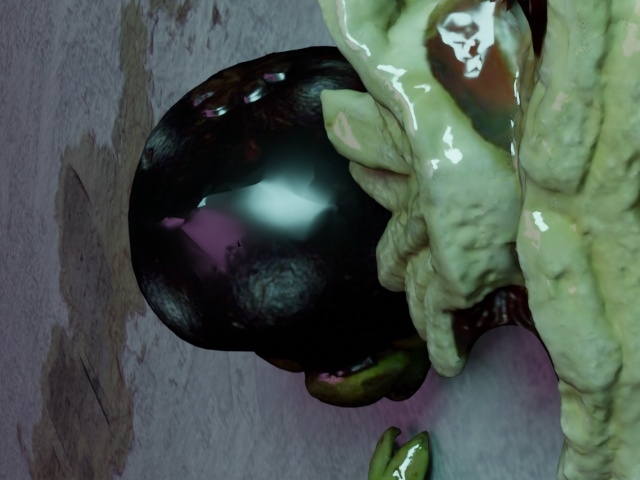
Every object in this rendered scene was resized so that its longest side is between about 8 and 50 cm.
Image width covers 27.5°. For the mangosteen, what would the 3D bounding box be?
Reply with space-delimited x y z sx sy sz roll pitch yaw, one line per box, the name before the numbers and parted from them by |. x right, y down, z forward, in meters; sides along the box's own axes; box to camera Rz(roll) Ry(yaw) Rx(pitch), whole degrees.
mangosteen | -0.002 -0.005 0.973 0.287 0.287 0.233 118 151 -48

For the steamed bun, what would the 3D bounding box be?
steamed bun | 0.109 -0.038 0.699 0.247 0.189 0.428 -109 5 -59

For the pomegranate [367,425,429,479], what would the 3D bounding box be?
pomegranate | 0.030 0.274 1.043 0.211 0.263 0.211 27 156 13
